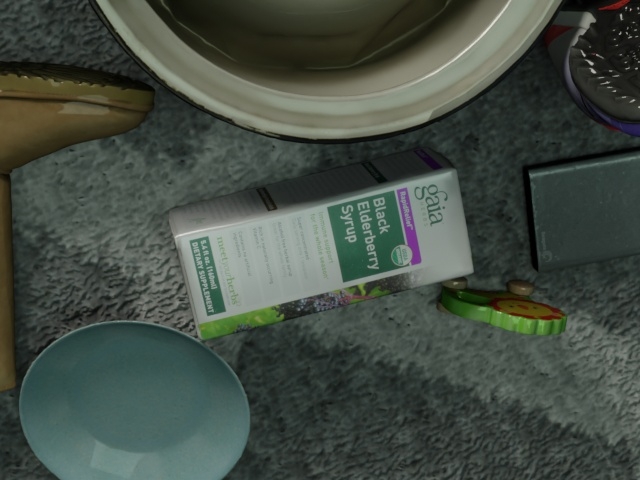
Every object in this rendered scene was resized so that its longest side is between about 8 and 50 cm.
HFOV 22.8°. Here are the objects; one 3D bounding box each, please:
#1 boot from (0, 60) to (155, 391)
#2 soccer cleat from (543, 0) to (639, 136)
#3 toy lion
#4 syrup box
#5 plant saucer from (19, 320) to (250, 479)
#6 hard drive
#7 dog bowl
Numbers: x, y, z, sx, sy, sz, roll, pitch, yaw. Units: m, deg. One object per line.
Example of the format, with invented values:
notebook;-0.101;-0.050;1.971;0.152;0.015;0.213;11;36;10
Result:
boot;-0.256;-0.008;1.282;0.236;0.089;0.270;4;104;0
soccer cleat;0.239;-0.127;1.213;0.108;0.318;0.116;-21;113;4
toy lion;0.157;0.060;1.363;0.100;0.096;0.034;6;103;-11
syrup box;0.000;0.000;1.320;0.236;0.096;0.093;-13;106;-5
plant saucer;-0.155;0.138;1.343;0.195;0.037;0.195;1;122;1
hard drive;0.248;-0.029;1.394;0.135;0.022;0.094;-10;106;-7
dog bowl;-0.001;-0.286;1.216;0.408;0.150;0.408;-3;104;-10
